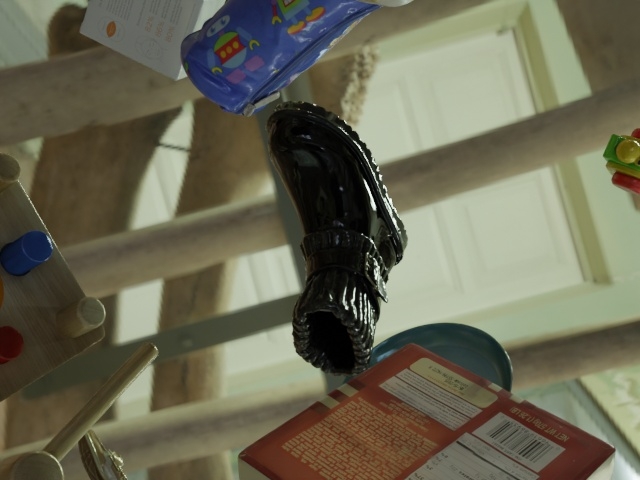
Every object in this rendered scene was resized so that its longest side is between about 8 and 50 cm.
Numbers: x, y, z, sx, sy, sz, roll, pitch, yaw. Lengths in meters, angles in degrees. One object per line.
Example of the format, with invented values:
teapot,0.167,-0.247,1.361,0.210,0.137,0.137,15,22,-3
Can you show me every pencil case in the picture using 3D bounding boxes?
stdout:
pencil case,-0.029,-0.254,1.125,0.119,0.306,0.133,-2,66,-50

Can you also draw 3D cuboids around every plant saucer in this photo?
plant saucer,0.176,0.269,1.683,0.317,0.318,0.043,-101,166,-54

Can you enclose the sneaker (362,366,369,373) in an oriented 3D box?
sneaker,0.154,0.227,1.621,0.069,0.209,0.082,27,57,-52

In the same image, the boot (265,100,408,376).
boot,0.004,0.000,1.410,0.348,0.131,0.260,53,44,-30

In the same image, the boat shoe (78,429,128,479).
boat shoe,-0.299,0.324,1.400,0.135,0.045,0.050,60,-38,15

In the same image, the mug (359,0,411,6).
mug,0.035,-0.178,0.647,0.064,0.078,0.062,-121,-172,-61

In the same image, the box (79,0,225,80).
box,-0.245,-0.334,1.457,0.130,0.170,0.091,-66,170,25

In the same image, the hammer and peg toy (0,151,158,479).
hammer and peg toy,-0.355,0.096,1.061,0.266,0.127,0.361,-35,97,-46

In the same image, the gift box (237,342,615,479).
gift box,0.106,0.272,0.844,0.255,0.276,0.258,30,-50,42

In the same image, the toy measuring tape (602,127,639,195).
toy measuring tape,0.595,-0.130,1.815,0.330,0.121,0.121,16,57,-65
